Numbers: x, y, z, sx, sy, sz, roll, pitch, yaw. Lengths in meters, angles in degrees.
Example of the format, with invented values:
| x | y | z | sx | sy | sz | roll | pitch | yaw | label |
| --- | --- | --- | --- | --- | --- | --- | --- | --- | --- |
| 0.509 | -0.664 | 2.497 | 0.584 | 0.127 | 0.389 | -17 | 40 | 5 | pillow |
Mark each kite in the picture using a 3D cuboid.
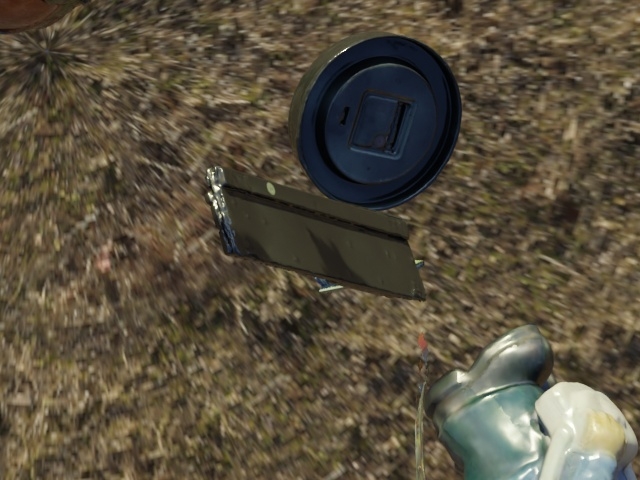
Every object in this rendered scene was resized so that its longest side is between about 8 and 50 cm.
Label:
| x | y | z | sx | sy | sz | roll | pitch | yaw | label |
| --- | --- | --- | --- | --- | --- | --- | --- | --- | --- |
| 0.096 | 0.171 | 1.451 | 0.015 | 0.245 | 0.141 | 2 | 113 | 3 | kite |

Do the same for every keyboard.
| x | y | z | sx | sy | sz | roll | pitch | yaw | label |
| --- | --- | --- | --- | --- | --- | --- | --- | --- | --- |
| -0.001 | 0.000 | 1.100 | 0.023 | 0.231 | 0.072 | -30 | 65 | 29 | keyboard |

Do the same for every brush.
| x | y | z | sx | sy | sz | roll | pitch | yaw | label |
| --- | --- | --- | --- | --- | --- | --- | --- | --- | --- |
| 0.051 | 0.033 | 1.720 | 0.033 | 0.178 | 0.030 | -35 | 102 | -31 | brush |

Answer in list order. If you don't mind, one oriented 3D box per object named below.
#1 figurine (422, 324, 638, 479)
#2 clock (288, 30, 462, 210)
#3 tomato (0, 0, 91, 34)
| x | y | z | sx | sy | sz | roll | pitch | yaw | label |
| --- | --- | --- | --- | --- | --- | --- | --- | --- | --- |
| 0.075 | 0.095 | 0.403 | 0.087 | 0.086 | 0.149 | -29 | 61 | -7 | figurine |
| 0.054 | -0.121 | 1.558 | 0.184 | 0.040 | 0.185 | -9 | 112 | -22 | clock |
| -0.334 | -0.372 | 1.760 | 0.264 | 0.265 | 0.265 | -1 | 97 | -10 | tomato |
